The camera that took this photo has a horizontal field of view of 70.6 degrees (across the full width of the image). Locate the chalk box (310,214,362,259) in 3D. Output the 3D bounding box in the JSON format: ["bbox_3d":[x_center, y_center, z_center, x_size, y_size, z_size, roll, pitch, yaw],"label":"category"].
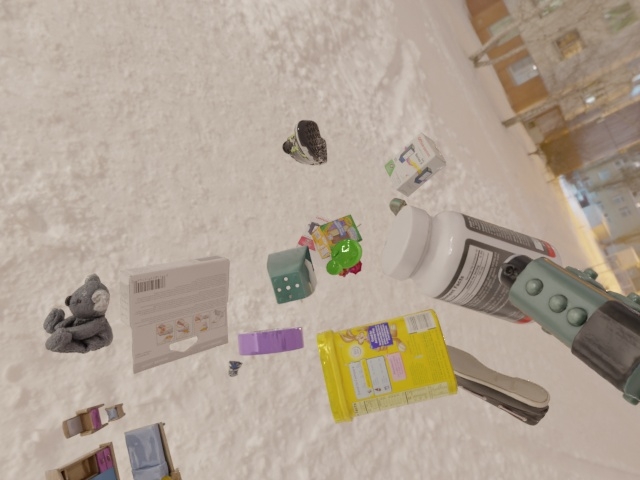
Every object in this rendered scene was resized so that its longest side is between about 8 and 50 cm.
[{"bbox_3d":[0.091,-0.021,2.009,0.212,0.132,0.132,-20,81,-24],"label":"chalk box"}]

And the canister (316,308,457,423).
[{"bbox_3d":[0.091,0.173,0.631,0.073,0.169,0.126,60,16,-74],"label":"canister"}]

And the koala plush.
[{"bbox_3d":[-0.746,0.227,1.452,0.203,0.196,0.221,17,96,-38],"label":"koala plush"}]

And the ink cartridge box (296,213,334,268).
[{"bbox_3d":[0.000,0.000,2.174,0.171,0.100,0.237,22,44,5],"label":"ink cartridge box"}]

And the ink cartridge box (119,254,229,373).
[{"bbox_3d":[-0.389,0.189,1.236,0.296,0.066,0.261,-9,107,-46],"label":"ink cartridge box"}]

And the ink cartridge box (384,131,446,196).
[{"bbox_3d":[0.384,-0.309,1.845,0.093,0.212,0.154,23,38,-41],"label":"ink cartridge box"}]

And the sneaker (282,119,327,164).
[{"bbox_3d":[-0.045,-0.213,1.053,0.234,0.097,0.084,25,64,-79],"label":"sneaker"}]

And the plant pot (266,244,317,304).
[{"bbox_3d":[-0.112,0.139,1.681,0.234,0.165,0.166,-83,160,-77],"label":"plant pot"}]

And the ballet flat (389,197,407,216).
[{"bbox_3d":[0.340,-0.094,1.777,0.213,0.068,0.072,40,72,-46],"label":"ballet flat"}]

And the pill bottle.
[{"bbox_3d":[0.344,0.051,1.058,0.362,0.210,0.210,18,43,-6],"label":"pill bottle"}]

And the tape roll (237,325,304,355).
[{"bbox_3d":[-0.207,0.418,1.892,0.274,0.274,0.090,6,76,-57],"label":"tape roll"}]

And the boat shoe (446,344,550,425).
[{"bbox_3d":[0.433,0.389,1.219,0.112,0.335,0.096,-27,130,-50],"label":"boat shoe"}]

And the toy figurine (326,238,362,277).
[{"bbox_3d":[0.112,0.103,1.860,0.130,0.173,0.159,34,-13,31],"label":"toy figurine"}]

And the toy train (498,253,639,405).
[{"bbox_3d":[0.429,0.126,0.712,0.190,0.142,0.334,25,15,-28],"label":"toy train"}]

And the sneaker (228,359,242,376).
[{"bbox_3d":[-0.320,0.481,1.685,0.052,0.135,0.058,9,76,-7],"label":"sneaker"}]

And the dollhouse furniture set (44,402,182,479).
[{"bbox_3d":[-0.578,0.607,1.275,0.198,0.303,0.287,5,67,-71],"label":"dollhouse furniture set"}]
